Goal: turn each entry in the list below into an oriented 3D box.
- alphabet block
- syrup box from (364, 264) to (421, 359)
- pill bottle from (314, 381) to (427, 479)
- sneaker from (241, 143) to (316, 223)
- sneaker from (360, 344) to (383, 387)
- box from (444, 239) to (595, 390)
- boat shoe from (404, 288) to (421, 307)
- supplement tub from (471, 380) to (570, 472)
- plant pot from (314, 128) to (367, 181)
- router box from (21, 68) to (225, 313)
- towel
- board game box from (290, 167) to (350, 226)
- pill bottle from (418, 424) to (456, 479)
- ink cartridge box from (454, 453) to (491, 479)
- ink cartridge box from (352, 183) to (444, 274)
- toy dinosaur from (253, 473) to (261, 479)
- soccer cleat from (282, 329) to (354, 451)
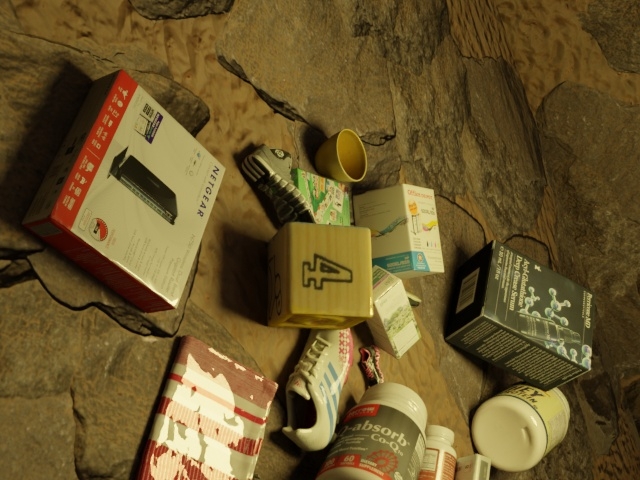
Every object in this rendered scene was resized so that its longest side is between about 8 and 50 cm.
[{"bbox_3d":[-0.006,0.082,1.703,0.193,0.192,0.197,3,75,-15],"label":"alphabet block"},{"bbox_3d":[0.167,0.183,1.982,0.093,0.096,0.237,-41,133,-19],"label":"syrup box"},{"bbox_3d":[0.124,0.495,1.784,0.210,0.210,0.363,66,26,-17],"label":"pill bottle"},{"bbox_3d":[-0.072,-0.133,1.801,0.228,0.086,0.132,50,37,-19],"label":"sneaker"},{"bbox_3d":[0.125,0.326,2.003,0.057,0.047,0.119,13,62,-46],"label":"sneaker"},{"bbox_3d":[0.625,0.237,2.441,0.395,0.212,0.293,27,53,-12],"label":"box"},{"bbox_3d":[0.203,0.163,2.148,0.233,0.084,0.079,15,106,-59],"label":"boat shoe"},{"bbox_3d":[0.645,0.577,2.490,0.325,0.235,0.235,-8,87,-55],"label":"supplement tub"},{"bbox_3d":[0.042,-0.206,1.989,0.134,0.095,0.134,22,62,-50],"label":"plant pot"},{"bbox_3d":[-0.338,-0.087,1.429,0.301,0.082,0.335,44,47,-39],"label":"router box"},{"bbox_3d":[-0.210,0.371,1.480,0.237,0.037,0.329,34,53,-29],"label":"towel"},{"bbox_3d":[0.000,0.000,1.914,0.213,0.046,0.317,14,69,-51],"label":"board game box"},{"bbox_3d":[0.297,0.610,2.089,0.121,0.121,0.216,47,46,-37],"label":"pill bottle"},{"bbox_3d":[0.353,0.683,2.087,0.066,0.232,0.189,29,55,-20],"label":"ink cartridge box"},{"bbox_3d":[0.209,-0.019,2.106,0.171,0.168,0.232,6,75,-53],"label":"ink cartridge box"},{"bbox_3d":[-0.145,0.525,1.546,0.118,0.064,0.268,-38,108,-45],"label":"toy dinosaur"},{"bbox_3d":[-0.008,0.299,1.753,0.143,0.116,0.331,36,53,-45],"label":"soccer cleat"}]
